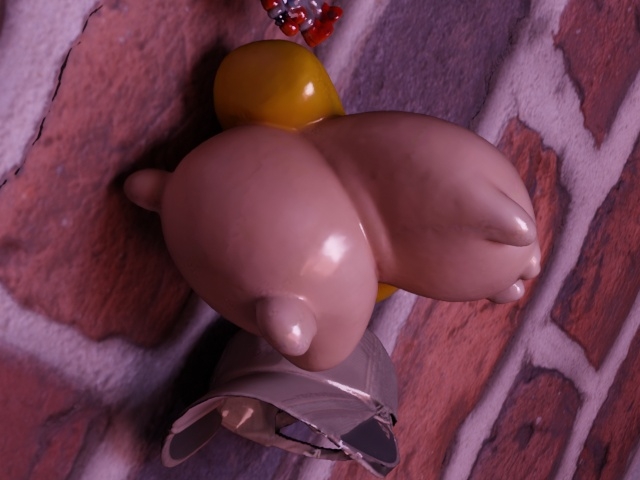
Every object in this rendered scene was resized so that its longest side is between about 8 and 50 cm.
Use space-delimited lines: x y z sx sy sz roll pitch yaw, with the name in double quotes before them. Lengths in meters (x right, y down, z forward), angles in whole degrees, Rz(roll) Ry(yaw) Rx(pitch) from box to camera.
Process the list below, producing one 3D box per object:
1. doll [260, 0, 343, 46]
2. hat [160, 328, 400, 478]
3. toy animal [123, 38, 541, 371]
"doll" -0.057 -0.247 1.066 0.195 0.062 0.104 46 61 -20
"hat" -0.035 0.146 1.208 0.275 0.232 0.161 3 83 -69
"toy animal" 0.004 0.015 1.108 0.247 0.345 0.277 -49 155 -31
